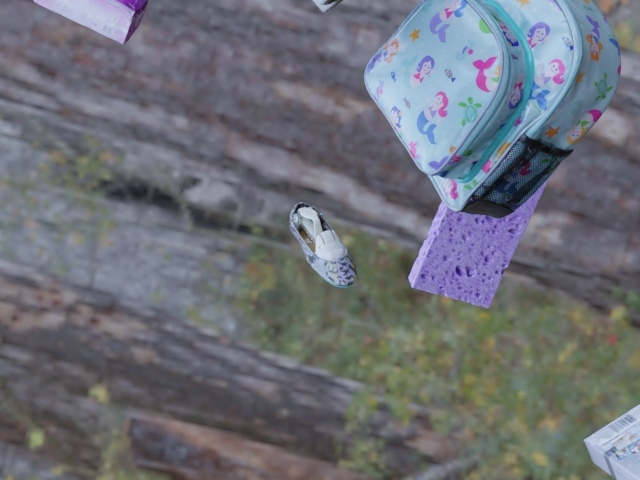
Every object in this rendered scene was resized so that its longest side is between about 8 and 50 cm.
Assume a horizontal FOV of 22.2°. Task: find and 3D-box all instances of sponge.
[{"bbox_3d":[0.210,-0.018,2.166,0.031,0.117,0.210,-104,34,-64],"label":"sponge"}]

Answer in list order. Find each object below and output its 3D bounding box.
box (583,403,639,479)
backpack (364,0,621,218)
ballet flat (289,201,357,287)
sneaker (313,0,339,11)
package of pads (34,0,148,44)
[{"bbox_3d":[0.406,0.234,1.844,0.038,0.145,0.186,64,168,-21],"label":"box"},{"bbox_3d":[0.189,-0.178,1.777,0.253,0.191,0.225,-45,55,23],"label":"backpack"},{"bbox_3d":[0.000,0.000,1.591,0.114,0.041,0.041,53,128,43],"label":"ballet flat"},{"bbox_3d":[0.011,-0.312,1.686,0.106,0.123,0.290,-35,3,5],"label":"sneaker"},{"bbox_3d":[-0.182,-0.190,1.290,0.050,0.083,0.032,-68,4,-61],"label":"package of pads"}]
